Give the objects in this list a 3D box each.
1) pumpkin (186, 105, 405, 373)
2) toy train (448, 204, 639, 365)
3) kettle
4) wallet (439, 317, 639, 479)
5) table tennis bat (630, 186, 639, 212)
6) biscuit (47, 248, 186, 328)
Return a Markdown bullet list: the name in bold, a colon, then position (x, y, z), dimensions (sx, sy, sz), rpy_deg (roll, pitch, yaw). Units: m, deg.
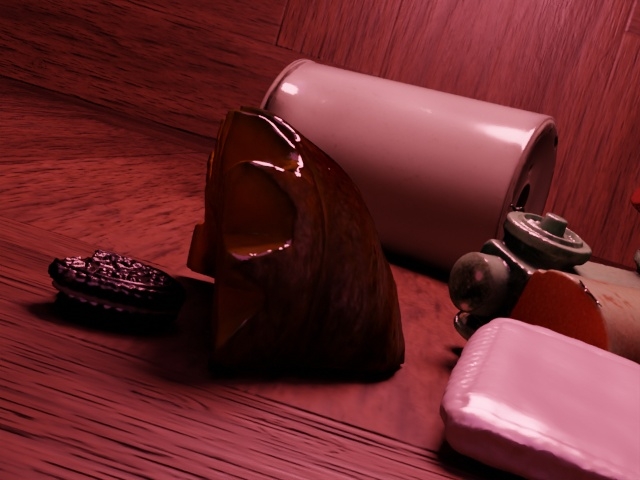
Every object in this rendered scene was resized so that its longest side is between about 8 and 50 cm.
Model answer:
- **pumpkin**: position (0.000, 0.000, 0.642), dimensions (0.149, 0.130, 0.254), rpy_deg (15, 5, -11)
- **toy train**: position (0.226, 0.070, 0.774), dimensions (0.285, 0.116, 0.177), rpy_deg (13, 20, -37)
- **kettle**: position (0.106, -0.082, 1.283), dimensions (0.318, 0.205, 0.265), rpy_deg (16, 9, 21)
- **wallet**: position (0.129, 0.089, 0.565), dimensions (0.124, 0.032, 0.183), rpy_deg (19, 15, 10)
- **table tennis bat**: position (0.372, 0.060, 0.895), dimensions (0.310, 0.038, 0.200), rpy_deg (43, -4, -13)
- **biscuit**: position (-0.115, 0.025, 0.586), dimensions (0.087, 0.027, 0.089), rpy_deg (11, 9, -47)
